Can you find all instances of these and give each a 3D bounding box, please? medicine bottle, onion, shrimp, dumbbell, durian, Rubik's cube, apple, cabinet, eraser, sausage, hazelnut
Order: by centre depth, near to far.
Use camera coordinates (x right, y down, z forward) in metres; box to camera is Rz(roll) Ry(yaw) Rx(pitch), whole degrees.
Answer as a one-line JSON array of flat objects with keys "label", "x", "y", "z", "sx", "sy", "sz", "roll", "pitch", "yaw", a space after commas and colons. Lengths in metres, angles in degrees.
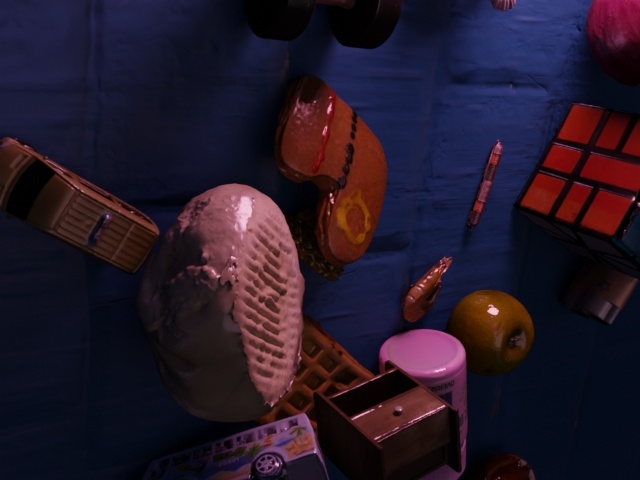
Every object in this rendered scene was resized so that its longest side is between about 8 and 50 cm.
[{"label": "dumbbell", "x": 0.003, "y": -0.385, "z": 1.226, "sx": 0.218, "sy": 0.152, "sz": 0.153, "roll": -4, "pitch": 109, "yaw": -33}, {"label": "durian", "x": 0.001, "y": -0.003, "z": 1.390, "sx": 0.186, "sy": 0.119, "sz": 0.108, "roll": 33, "pitch": 92, "yaw": -36}, {"label": "cabinet", "x": 0.120, "y": 0.343, "z": 1.420, "sx": 0.174, "sy": 0.215, "sz": 0.148, "roll": -19, "pitch": 117, "yaw": -26}, {"label": "onion", "x": 0.695, "y": -0.475, "z": 1.538, "sx": 0.358, "sy": 0.358, "sz": 0.345, "roll": -48, "pitch": 123, "yaw": -9}, {"label": "medicine bottle", "x": 0.217, "y": 0.350, "z": 1.630, "sx": 0.178, "sy": 0.178, "sz": 0.291, "roll": -18, "pitch": 116, "yaw": -27}, {"label": "shrimp", "x": 0.231, "y": 0.106, "z": 1.632, "sx": 0.162, "sy": 0.045, "sz": 0.095, "roll": -49, "pitch": 127, "yaw": -11}, {"label": "sausage", "x": 0.344, "y": -0.115, "z": 1.637, "sx": 0.028, "sy": 0.025, "sz": 0.199, "roll": 11, "pitch": 101, "yaw": -21}, {"label": "Rubik's cube", "x": 0.651, "y": -0.098, "z": 1.690, "sx": 0.288, "sy": 0.293, "sz": 0.284, "roll": 30, "pitch": 92, "yaw": -36}, {"label": "apple", "x": 0.369, "y": 0.202, "z": 1.693, "sx": 0.196, "sy": 0.157, "sz": 0.197, "roll": -6, "pitch": 102, "yaw": -31}, {"label": "eraser", "x": 0.701, "y": 0.051, "z": 1.861, "sx": 0.087, "sy": 0.171, "sz": 0.291, "roll": 34, "pitch": 86, "yaw": -14}, {"label": "hazelnut", "x": 0.433, "y": 0.604, "z": 1.885, "sx": 0.201, "sy": 0.160, "sz": 0.170, "roll": -25, "pitch": 119, "yaw": -18}]

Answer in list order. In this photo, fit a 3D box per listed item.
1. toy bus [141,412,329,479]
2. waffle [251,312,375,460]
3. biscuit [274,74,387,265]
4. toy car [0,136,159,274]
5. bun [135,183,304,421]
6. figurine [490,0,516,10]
[{"label": "toy bus", "x": -0.155, "y": 0.412, "z": 1.367, "sx": 0.329, "sy": 0.136, "sz": 0.109, "roll": -17, "pitch": 124, "yaw": 0}, {"label": "waffle", "x": -0.044, "y": 0.266, "z": 1.478, "sx": 0.224, "sy": 0.098, "sz": 0.327, "roll": -52, "pitch": 126, "yaw": -8}, {"label": "biscuit", "x": 0.020, "y": -0.117, "z": 1.331, "sx": 0.277, "sy": 0.052, "sz": 0.262, "roll": 43, "pitch": 53, "yaw": -35}, {"label": "toy car", "x": -0.360, "y": -0.045, "z": 1.127, "sx": 0.256, "sy": 0.124, "sz": 0.101, "roll": 33, "pitch": 86, "yaw": -39}, {"label": "bun", "x": -0.159, "y": 0.098, "z": 1.215, "sx": 0.359, "sy": 0.210, "sz": 0.360, "roll": 0, "pitch": 90, "yaw": -74}, {"label": "figurine", "x": 0.295, "y": -0.510, "z": 1.400, "sx": 0.240, "sy": 0.115, "sz": 0.175, "roll": -4, "pitch": 112, "yaw": -39}]
